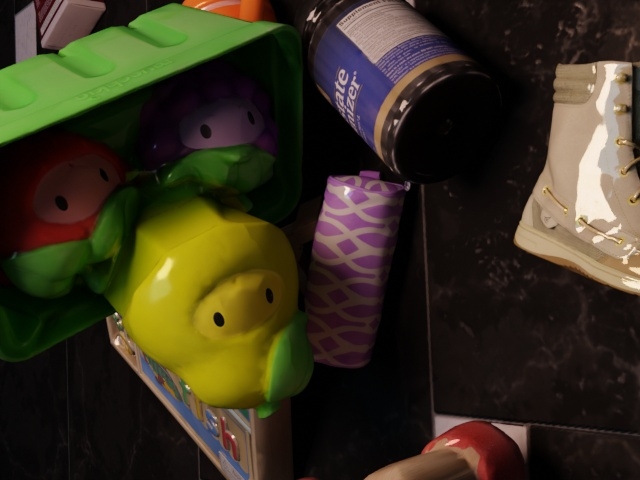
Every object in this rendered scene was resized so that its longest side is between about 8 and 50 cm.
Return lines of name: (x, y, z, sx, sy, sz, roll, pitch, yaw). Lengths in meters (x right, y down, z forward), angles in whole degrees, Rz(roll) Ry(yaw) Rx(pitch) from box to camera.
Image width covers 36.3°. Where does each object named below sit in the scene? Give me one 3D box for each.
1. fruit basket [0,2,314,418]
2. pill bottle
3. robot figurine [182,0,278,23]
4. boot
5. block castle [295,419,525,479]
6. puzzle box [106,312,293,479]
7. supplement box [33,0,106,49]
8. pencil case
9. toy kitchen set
fruit basket: (-0.145, -0.019, 0.914, 0.392, 0.392, 0.283, 54, 154, 40)
pill bottle: (0.063, -0.160, 0.923, 0.219, 0.122, 0.123, 52, 130, 41)
robot figurine: (-0.100, -0.213, 1.149, 0.128, 0.158, 0.219, -20, 68, 9)
boot: (0.239, -0.048, 0.718, 0.213, 0.077, 0.165, 25, 108, 55)
block castle: (0.087, 0.409, 0.820, 0.303, 0.213, 0.453, -29, 73, 38)
puzzle box: (-0.168, 0.118, 1.205, 0.409, 0.052, 0.272, 36, 138, 43)
supplement box: (-0.443, -0.460, 1.675, 0.130, 0.073, 0.239, -38, 60, 47)
pencil case: (0.030, 0.028, 1.004, 0.088, 0.086, 0.206, -92, 14, -77)
toy kitchen set: (0.000, 0.000, 1.096, 0.083, 0.075, 0.068, -25, 23, 18)
